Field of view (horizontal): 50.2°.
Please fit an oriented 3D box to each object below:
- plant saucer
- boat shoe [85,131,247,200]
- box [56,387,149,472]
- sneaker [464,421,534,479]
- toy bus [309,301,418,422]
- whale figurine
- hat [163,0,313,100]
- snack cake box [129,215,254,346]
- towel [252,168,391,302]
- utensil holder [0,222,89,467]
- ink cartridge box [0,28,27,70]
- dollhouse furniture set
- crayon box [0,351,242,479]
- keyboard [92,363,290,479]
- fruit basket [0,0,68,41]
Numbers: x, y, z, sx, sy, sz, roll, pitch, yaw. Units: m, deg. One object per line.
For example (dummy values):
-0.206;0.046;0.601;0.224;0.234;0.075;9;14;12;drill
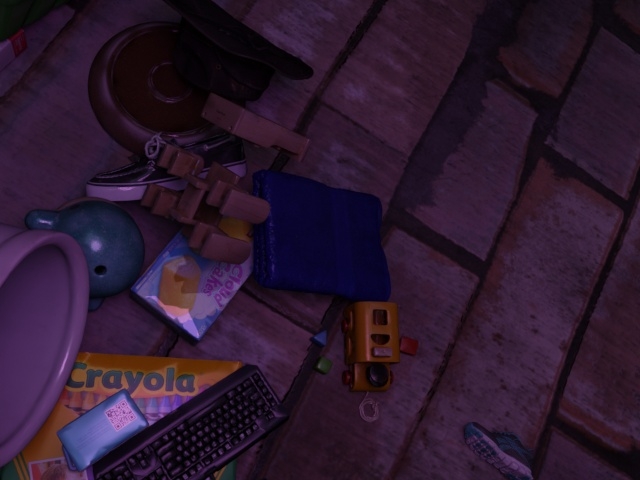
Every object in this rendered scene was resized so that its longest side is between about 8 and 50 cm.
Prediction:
-0.297;-0.307;1.352;0.311;0.050;0.310;5;72;-16;plant saucer
-0.282;-0.145;1.258;0.307;0.113;0.104;-13;110;-21;boat shoe
-0.306;0.269;0.965;0.101;0.244;0.060;-32;85;-23;box
0.358;0.407;1.356;0.166;0.065;0.076;41;51;-7;sneaker
0.101;0.211;1.298;0.202;0.104;0.191;45;68;-1;toy bus
-0.425;0.046;1.138;0.272;0.141;0.216;-29;124;-15;whale figurine
-0.186;-0.344;1.287;0.331;0.331;0.134;27;112;-8;hat
-0.207;0.043;1.259;0.152;0.089;0.264;38;68;-3;snack cake box
0.000;0.000;1.291;0.308;0.076;0.227;12;66;-41;towel
-0.572;0.105;0.938;0.386;0.327;0.327;13;71;5;utensil holder
-0.636;-0.356;1.250;0.109;0.063;0.150;38;67;-4;ink cartridge box
-0.150;-0.101;1.160;0.161;0.212;0.242;17;103;-48;dollhouse furniture set
-0.323;0.350;1.126;0.363;0.106;0.312;6;73;-16;crayon box
-0.184;0.360;1.096;0.317;0.033;0.201;-31;86;-24;keyboard
-0.481;-0.560;1.161;0.283;0.392;0.392;38;68;-4;fruit basket
